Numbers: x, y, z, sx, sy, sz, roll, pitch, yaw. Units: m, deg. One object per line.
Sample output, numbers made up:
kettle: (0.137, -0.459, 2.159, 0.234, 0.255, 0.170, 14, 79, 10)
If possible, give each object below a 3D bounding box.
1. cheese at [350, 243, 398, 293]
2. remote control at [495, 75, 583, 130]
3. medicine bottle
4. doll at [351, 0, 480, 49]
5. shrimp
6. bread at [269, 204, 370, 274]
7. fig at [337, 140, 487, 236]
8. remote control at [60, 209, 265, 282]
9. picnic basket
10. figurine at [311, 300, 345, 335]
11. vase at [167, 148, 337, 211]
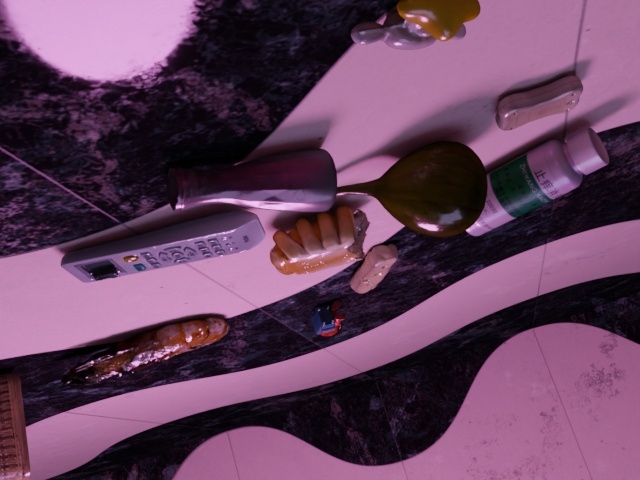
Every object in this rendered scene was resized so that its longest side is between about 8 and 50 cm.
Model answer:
cheese: (0.111, 0.059, 1.693, 0.065, 0.043, 0.194, -17, 160, -18)
remote control: (0.308, -0.195, 1.154, 0.122, 0.032, 0.074, -18, 162, 0)
medicine bottle: (0.350, -0.099, 1.374, 0.260, 0.095, 0.095, -31, 157, 31)
doll: (0.111, -0.225, 0.846, 0.113, 0.071, 0.135, -22, 168, 38)
shrimp: (-0.371, 0.246, 1.762, 0.365, 0.071, 0.233, -20, 168, -9)
bread: (0.000, 0.000, 1.351, 0.177, 0.084, 0.119, -17, 160, 1)
fig: (0.120, -0.088, 1.216, 0.260, 0.151, 0.151, 11, 159, 0)
remote control: (-0.231, 0.007, 1.220, 0.294, 0.051, 0.103, -14, 161, 0)
picnic basket: (-0.718, 0.425, 1.703, 0.175, 0.227, 0.313, -2, 155, -32)
figurine: (0.017, 0.196, 1.956, 0.075, 0.068, 0.140, -17, 160, -11)
vase: (-0.091, -0.074, 1.075, 0.214, 0.086, 0.086, -5, 158, -21)
